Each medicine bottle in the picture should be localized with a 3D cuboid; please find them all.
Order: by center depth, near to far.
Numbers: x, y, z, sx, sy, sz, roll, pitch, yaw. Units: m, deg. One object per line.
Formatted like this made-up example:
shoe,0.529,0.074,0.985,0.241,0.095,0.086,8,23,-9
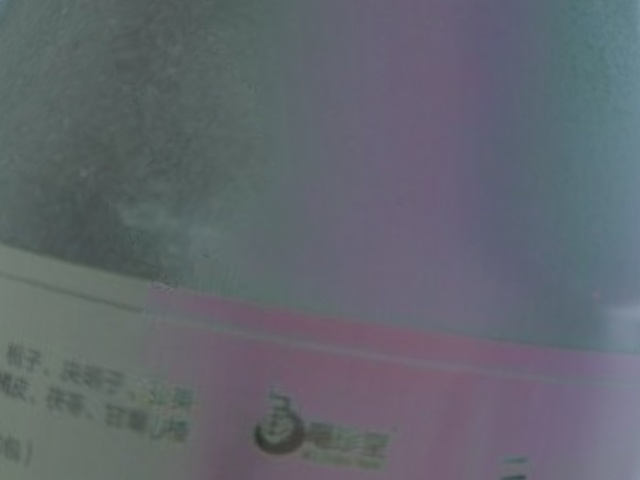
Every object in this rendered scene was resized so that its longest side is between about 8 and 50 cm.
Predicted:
medicine bottle,0.000,0.000,0.466,0.245,0.245,0.290,11,-86,36
